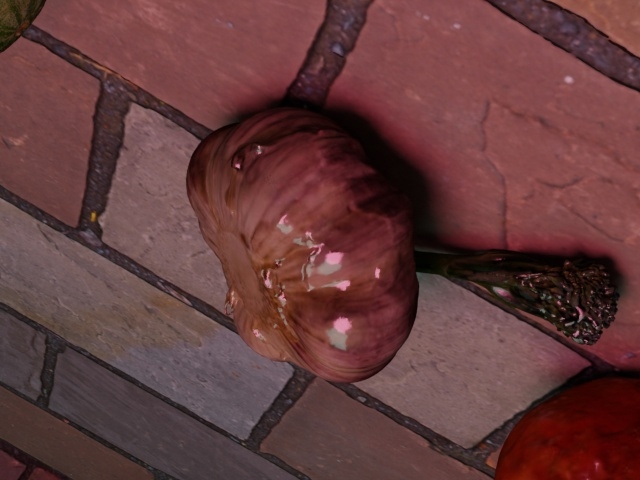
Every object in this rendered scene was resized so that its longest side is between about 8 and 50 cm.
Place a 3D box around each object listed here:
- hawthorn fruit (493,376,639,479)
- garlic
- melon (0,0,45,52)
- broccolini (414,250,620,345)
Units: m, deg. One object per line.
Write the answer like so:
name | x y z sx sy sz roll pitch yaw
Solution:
hawthorn fruit | 0.289 0.225 0.954 0.242 0.242 0.271 39 140 -17
garlic | 0.000 0.000 0.931 0.245 0.160 0.245 46 149 39
melon | -0.323 -0.248 0.802 0.287 0.182 0.182 44 147 -19
broccolini | 0.154 0.024 0.943 0.202 0.068 0.091 22 179 30
